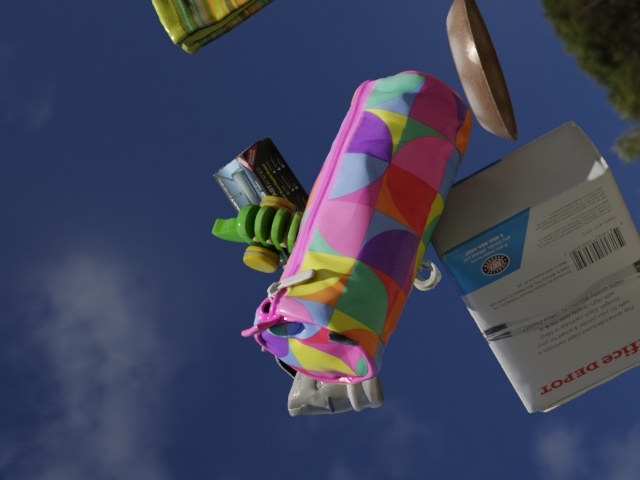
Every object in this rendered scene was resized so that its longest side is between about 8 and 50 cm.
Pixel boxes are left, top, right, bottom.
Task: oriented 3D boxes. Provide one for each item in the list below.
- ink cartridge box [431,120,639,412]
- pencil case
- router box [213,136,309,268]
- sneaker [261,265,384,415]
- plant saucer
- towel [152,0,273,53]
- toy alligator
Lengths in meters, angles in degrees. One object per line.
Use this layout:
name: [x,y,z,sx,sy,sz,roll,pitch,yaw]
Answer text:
ink cartridge box: [0.181,0.025,1.030,0.191,0.139,0.082,57,-172,-36]
pencil case: [0.032,-0.011,0.951,0.104,0.104,0.236,36,-119,-23]
router box: [-0.049,-0.036,1.332,0.038,0.092,0.122,-35,-87,-24]
sneaker: [-0.017,0.088,1.494,0.281,0.115,0.105,-112,8,-55]
plant saucer: [0.195,-0.211,1.621,0.198,0.036,0.199,-18,-90,-74]
towel: [0.000,-0.203,0.688,0.102,0.237,0.021,62,-165,15]
toy alligator: [0.000,0.000,1.022,0.051,0.189,0.056,64,-138,-64]
